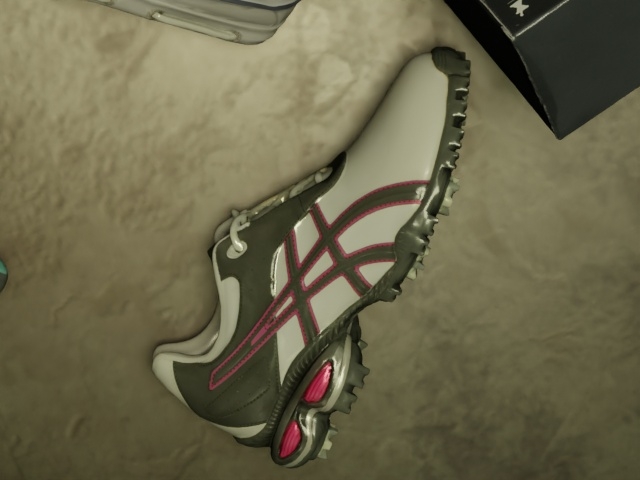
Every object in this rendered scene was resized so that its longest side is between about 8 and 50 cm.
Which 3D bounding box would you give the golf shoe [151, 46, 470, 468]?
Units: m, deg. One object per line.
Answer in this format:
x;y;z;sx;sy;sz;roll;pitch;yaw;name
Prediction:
0.000;0.000;0.888;0.120;0.105;0.273;26;99;-4;golf shoe

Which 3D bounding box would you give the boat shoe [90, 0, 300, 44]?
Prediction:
-0.136;-0.177;0.835;0.267;0.096;0.088;13;144;-16;boat shoe

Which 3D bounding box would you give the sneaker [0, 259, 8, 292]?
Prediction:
-0.237;0.079;0.907;0.076;0.065;0.166;38;100;-30;sneaker

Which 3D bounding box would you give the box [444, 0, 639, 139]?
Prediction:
0.178;-0.207;0.806;0.261;0.184;0.103;-34;140;3;box
